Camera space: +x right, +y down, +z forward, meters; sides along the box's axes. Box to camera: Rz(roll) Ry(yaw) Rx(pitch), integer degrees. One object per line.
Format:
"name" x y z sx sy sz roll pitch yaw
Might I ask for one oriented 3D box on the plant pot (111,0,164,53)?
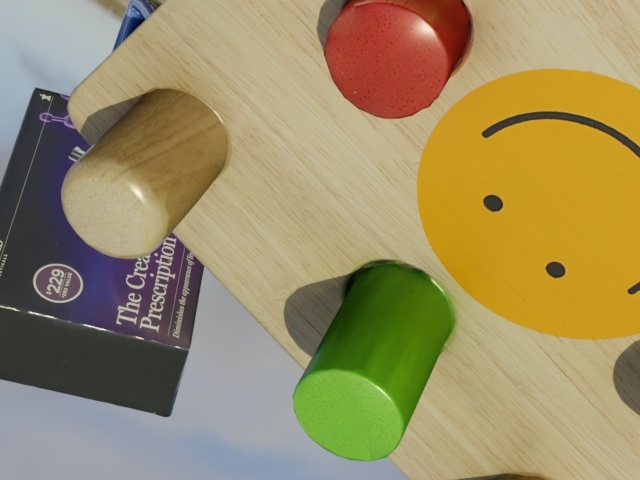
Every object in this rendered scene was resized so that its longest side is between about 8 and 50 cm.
"plant pot" -0.136 -0.128 1.493 0.212 0.236 0.236 15 -165 -22

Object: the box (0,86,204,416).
"box" -0.192 0.004 1.119 0.184 0.103 0.261 12 -135 -8

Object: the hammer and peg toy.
"hammer and peg toy" 0.045 -0.056 0.378 0.361 0.266 0.127 48 -142 -11
